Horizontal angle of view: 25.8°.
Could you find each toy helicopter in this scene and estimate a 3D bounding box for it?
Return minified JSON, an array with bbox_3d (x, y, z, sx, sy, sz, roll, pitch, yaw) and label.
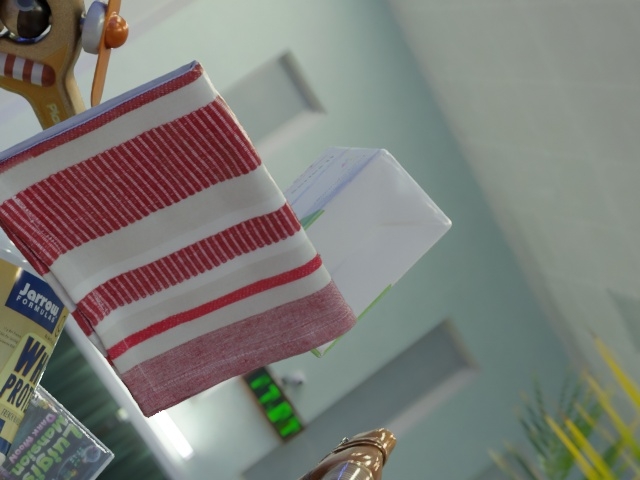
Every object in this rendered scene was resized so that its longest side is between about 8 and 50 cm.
[{"bbox_3d":[-0.308,-0.199,1.647,0.140,0.235,0.355,-75,149,-59],"label":"toy helicopter"}]

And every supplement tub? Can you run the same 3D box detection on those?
[{"bbox_3d":[-0.417,0.092,1.617,0.228,0.316,0.228,20,-16,6],"label":"supplement tub"}]

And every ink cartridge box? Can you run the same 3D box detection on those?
[{"bbox_3d":[0.000,0.000,1.616,0.119,0.207,0.353,46,-5,-10],"label":"ink cartridge box"}]

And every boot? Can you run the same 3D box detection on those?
[{"bbox_3d":[-0.022,0.383,2.100,0.109,0.283,0.220,52,28,-2],"label":"boot"}]

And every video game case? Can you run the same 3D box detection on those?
[{"bbox_3d":[-0.391,0.297,1.823,0.173,0.190,0.022,47,-19,-20],"label":"video game case"}]

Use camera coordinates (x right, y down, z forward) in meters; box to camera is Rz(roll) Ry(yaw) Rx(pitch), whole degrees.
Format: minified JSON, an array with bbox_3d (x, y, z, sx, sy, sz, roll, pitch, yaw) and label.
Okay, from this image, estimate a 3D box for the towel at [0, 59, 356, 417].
[{"bbox_3d":[-0.138,0.012,1.302,0.329,0.237,0.037,59,11,-34],"label":"towel"}]
